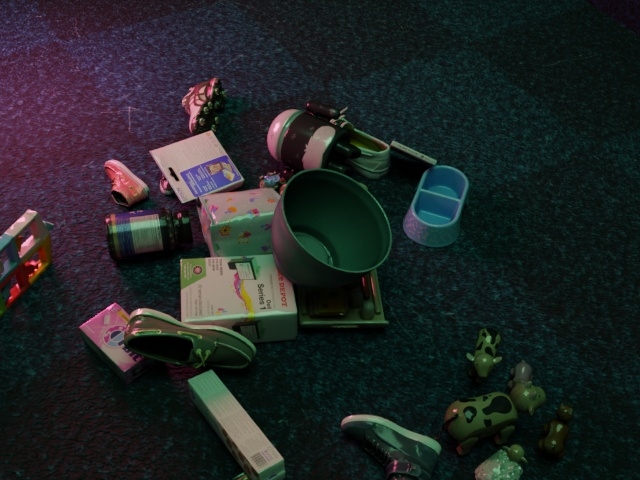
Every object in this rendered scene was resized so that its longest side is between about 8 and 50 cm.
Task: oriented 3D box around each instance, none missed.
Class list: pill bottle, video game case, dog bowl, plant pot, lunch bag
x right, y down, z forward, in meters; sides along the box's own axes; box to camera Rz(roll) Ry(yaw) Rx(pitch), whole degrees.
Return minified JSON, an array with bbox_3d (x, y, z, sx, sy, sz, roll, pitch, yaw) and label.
[{"bbox_3d":[-0.455,-0.022,1.964,0.219,0.123,0.123,-9,49,-13],"label":"pill bottle"},{"bbox_3d":[0.276,-0.260,2.228,0.143,0.157,0.019,25,94,1],"label":"video game case"},{"bbox_3d":[0.343,-0.109,2.145,0.166,0.074,0.297,17,48,11],"label":"dog bowl"},{"bbox_3d":[0.000,0.000,1.798,0.293,0.196,0.293,16,50,-21],"label":"plant pot"},{"bbox_3d":[-0.210,-0.057,1.987,0.223,0.160,0.262,-12,28,-14],"label":"lunch bag"}]

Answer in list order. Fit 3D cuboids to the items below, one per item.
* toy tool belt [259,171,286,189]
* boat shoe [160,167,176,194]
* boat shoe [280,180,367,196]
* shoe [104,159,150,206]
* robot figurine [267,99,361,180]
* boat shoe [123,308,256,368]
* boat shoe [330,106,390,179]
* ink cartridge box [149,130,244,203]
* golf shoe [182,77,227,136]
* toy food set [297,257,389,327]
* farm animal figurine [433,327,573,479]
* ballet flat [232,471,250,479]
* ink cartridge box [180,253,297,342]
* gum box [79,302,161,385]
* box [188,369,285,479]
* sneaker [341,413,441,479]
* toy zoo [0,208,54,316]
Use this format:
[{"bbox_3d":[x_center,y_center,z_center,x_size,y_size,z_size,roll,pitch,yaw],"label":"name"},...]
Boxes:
[{"bbox_3d":[-0.140,-0.178,2.182,0.083,0.051,0.052,-14,50,-17],"label":"toy tool belt"},{"bbox_3d":[-0.447,-0.194,2.178,0.049,0.040,0.142,2,47,-3],"label":"boat shoe"},{"bbox_3d":[0.013,-0.112,2.124,0.257,0.095,0.095,-3,71,-9],"label":"boat shoe"},{"bbox_3d":[-0.581,-0.165,2.124,0.178,0.063,0.081,36,49,20],"label":"shoe"},{"bbox_3d":[-0.022,-0.278,2.175,0.278,0.173,0.209,25,65,19],"label":"robot figurine"},{"bbox_3d":[-0.299,0.246,1.692,0.305,0.109,0.091,17,35,-10],"label":"boat shoe"},{"bbox_3d":[0.060,-0.332,2.269,0.367,0.156,0.136,34,53,23],"label":"boat shoe"},{"bbox_3d":[-0.364,-0.210,2.168,0.208,0.045,0.206,-24,68,-27],"label":"ink cartridge box"},{"bbox_3d":[-0.386,-0.414,2.364,0.120,0.105,0.273,-5,41,15],"label":"golf shoe"},{"bbox_3d":[0.050,0.099,1.916,0.220,0.092,0.306,0,47,-6],"label":"toy food set"},{"bbox_3d":[0.402,0.358,1.653,0.327,0.172,0.330,-25,54,-25],"label":"farm animal figurine"},{"bbox_3d":[-0.180,0.525,1.526,0.206,0.073,0.067,-22,75,-18],"label":"ballet flat"},{"bbox_3d":[-0.204,0.146,1.834,0.278,0.117,0.201,-3,48,-9],"label":"ink cartridge box"},{"bbox_3d":[-0.471,0.247,1.756,0.188,0.062,0.107,36,55,25],"label":"gum box"},{"bbox_3d":[-0.185,0.402,1.586,0.067,0.063,0.324,-21,38,-29],"label":"box"},{"bbox_3d":[0.135,0.474,1.583,0.226,0.086,0.163,17,46,9],"label":"sneaker"},{"bbox_3d":[-0.754,0.056,1.821,0.030,0.192,0.293,21,49,13],"label":"toy zoo"}]
